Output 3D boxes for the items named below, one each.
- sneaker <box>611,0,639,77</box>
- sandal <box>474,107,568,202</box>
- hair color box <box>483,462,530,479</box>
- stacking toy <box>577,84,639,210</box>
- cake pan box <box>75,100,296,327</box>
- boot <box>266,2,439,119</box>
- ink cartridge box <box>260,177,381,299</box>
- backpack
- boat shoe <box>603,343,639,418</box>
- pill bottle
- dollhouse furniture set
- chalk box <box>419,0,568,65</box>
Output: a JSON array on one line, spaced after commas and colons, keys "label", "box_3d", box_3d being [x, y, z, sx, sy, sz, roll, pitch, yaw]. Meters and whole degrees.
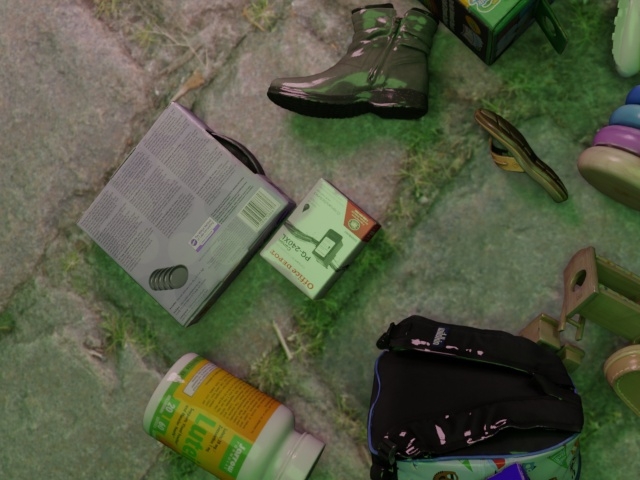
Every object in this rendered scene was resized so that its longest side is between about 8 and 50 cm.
[{"label": "sneaker", "box_3d": [0.457, -0.332, 0.980, 0.095, 0.090, 0.235, 16, 93, 21]}, {"label": "sandal", "box_3d": [0.278, -0.115, 1.037, 0.180, 0.072, 0.049, 48, 119, 4]}, {"label": "hair color box", "box_3d": [0.232, 0.442, 0.818, 0.185, 0.110, 0.339, -31, 99, 11]}, {"label": "stacking toy", "box_3d": [0.486, -0.203, 0.964, 0.141, 0.141, 0.330, 32, 91, 10]}, {"label": "cake pan box", "box_3d": [-0.207, -0.044, 1.128, 0.246, 0.070, 0.267, 40, 97, 7]}, {"label": "boot", "box_3d": [0.049, -0.268, 1.083, 0.246, 0.083, 0.161, 3, 83, 6]}, {"label": "ink cartridge box", "box_3d": [0.000, 0.000, 1.086, 0.109, 0.063, 0.150, 40, 96, 9]}, {"label": "backpack", "box_3d": [0.203, 0.248, 0.947, 0.263, 0.276, 0.213, -8, 121, 13]}, {"label": "boat shoe", "box_3d": [0.517, 0.255, 0.925, 0.341, 0.110, 0.122, 31, 134, 6]}, {"label": "pill bottle", "box_3d": [-0.123, 0.281, 1.069, 0.245, 0.136, 0.136, 28, 95, 10]}, {"label": "dollhouse furniture set", "box_3d": [0.400, 0.121, 1.013, 0.182, 0.101, 0.161, 27, 132, -8]}, {"label": "chalk box", "box_3d": [0.238, -0.372, 0.987, 0.289, 0.180, 0.179, 44, 98, 8]}]
